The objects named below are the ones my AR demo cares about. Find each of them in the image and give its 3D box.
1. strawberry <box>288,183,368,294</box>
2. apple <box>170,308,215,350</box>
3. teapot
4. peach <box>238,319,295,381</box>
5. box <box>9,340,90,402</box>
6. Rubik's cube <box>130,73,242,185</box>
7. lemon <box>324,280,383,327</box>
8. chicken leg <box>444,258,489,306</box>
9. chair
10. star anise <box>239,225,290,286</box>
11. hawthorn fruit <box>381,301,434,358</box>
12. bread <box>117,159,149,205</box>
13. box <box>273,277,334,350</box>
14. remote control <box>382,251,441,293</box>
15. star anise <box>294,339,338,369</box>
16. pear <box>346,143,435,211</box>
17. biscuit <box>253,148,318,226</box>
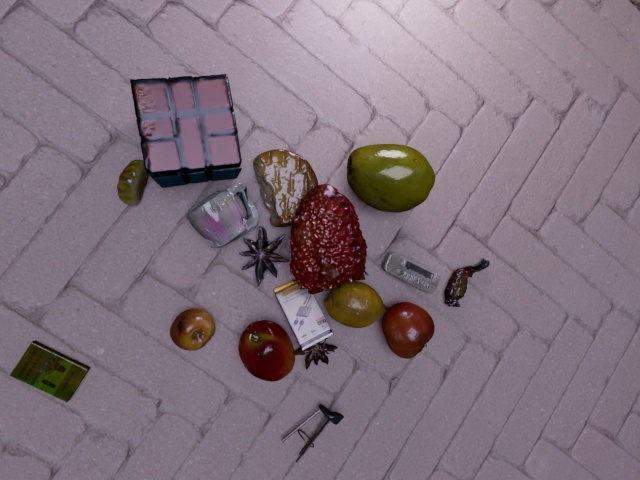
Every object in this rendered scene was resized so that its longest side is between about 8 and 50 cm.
[{"bbox_3d":[-0.001,0.001,1.379,0.293,0.292,0.343,-29,113,-11],"label":"strawberry"},{"bbox_3d":[-0.428,0.298,1.372,0.147,0.146,0.146,0,89,-12],"label":"apple"},{"bbox_3d":[-0.330,-0.076,1.407,0.164,0.221,0.178,-26,103,33],"label":"teapot"},{"bbox_3d":[-0.184,0.386,1.425,0.196,0.226,0.189,1,51,20],"label":"peach"},{"bbox_3d":[-0.870,0.422,1.324,0.193,0.030,0.121,32,83,-10],"label":"box"},{"bbox_3d":[-0.412,-0.334,1.301,0.284,0.288,0.292,-7,91,-15],"label":"Rubik's cube"},{"bbox_3d":[0.121,0.228,1.475,0.208,0.170,0.169,20,85,-7],"label":"lemon"},{"bbox_3d":[0.575,0.155,1.632,0.253,0.051,0.106,-45,104,-10],"label":"chicken leg"},{"bbox_3d":[-0.027,0.676,1.473,0.222,0.104,0.095,-41,80,-8],"label":"chair"},{"bbox_3d":[-0.197,0.051,1.459,0.181,0.061,0.204,-17,87,0],"label":"star anise"},{"bbox_3d":[0.307,0.311,1.520,0.197,0.196,0.225,-41,72,-10],"label":"hawthorn fruit"},{"bbox_3d":[-0.626,-0.195,1.361,0.083,0.094,0.156,16,94,-16],"label":"bread"},{"bbox_3d":[-0.064,0.256,1.471,0.129,0.033,0.247,-26,80,-11],"label":"box"},{"bbox_3d":[0.349,0.123,1.583,0.231,0.049,0.090,26,83,-10],"label":"remote control"},{"bbox_3d":[-0.021,0.390,1.494,0.168,0.057,0.167,0,89,-14],"label":"star anise"},{"bbox_3d":[0.245,-0.226,1.467,0.308,0.253,0.252,9,87,-10],"label":"pear"},{"bbox_3d":[-0.115,-0.190,1.469,0.214,0.091,0.273,-12,90,-9],"label":"biscuit"}]
